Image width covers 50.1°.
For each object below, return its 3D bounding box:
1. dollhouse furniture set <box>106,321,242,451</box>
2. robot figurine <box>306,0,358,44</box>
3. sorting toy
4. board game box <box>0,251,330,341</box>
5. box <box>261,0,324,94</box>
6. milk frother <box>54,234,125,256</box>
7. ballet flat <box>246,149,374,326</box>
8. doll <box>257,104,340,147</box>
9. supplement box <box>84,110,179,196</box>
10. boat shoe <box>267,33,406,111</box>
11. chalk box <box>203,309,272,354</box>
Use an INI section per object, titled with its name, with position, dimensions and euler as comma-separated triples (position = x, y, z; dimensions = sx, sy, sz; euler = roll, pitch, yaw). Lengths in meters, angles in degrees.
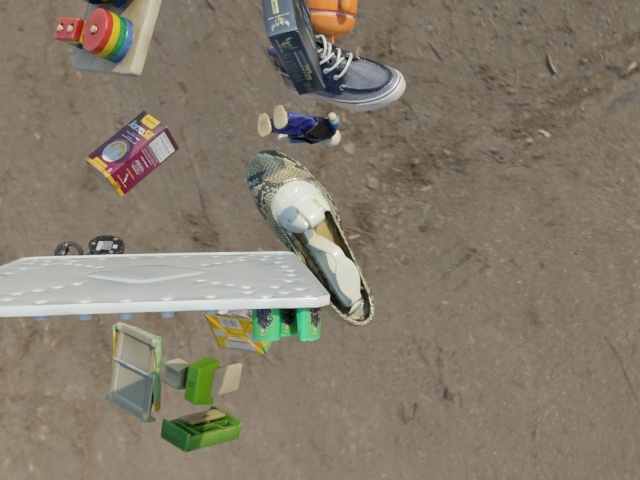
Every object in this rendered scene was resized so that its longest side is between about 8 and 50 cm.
[dollhouse furniture set]
position = -0.321, 0.306, 1.518
dimensions = 0.301, 0.151, 0.197
euler = 16, 100, 37
[robot figurine]
position = 0.027, -0.573, 1.614
dimensions = 0.158, 0.128, 0.219
euler = 12, 105, 27
[sorting toy]
position = -0.433, -0.475, 1.385
dimensions = 0.255, 0.089, 0.257
euler = 17, 92, 43
[board game box]
position = -0.208, 0.062, 0.823
dimensions = 0.390, 0.390, 0.050
euler = -1, 96, -8
[box]
position = -0.054, -0.400, 1.261
dimensions = 0.059, 0.232, 0.183
euler = -12, 74, 10
[milk frother]
position = -0.550, 0.067, 1.641
dimensions = 0.143, 0.129, 0.134
euler = 16, 123, 6
[ballet flat]
position = 0.000, 0.000, 1.596
dimensions = 0.164, 0.182, 0.483
euler = -33, 106, -10
[doll]
position = -0.030, -0.198, 1.225
dimensions = 0.129, 0.189, 0.046
euler = -18, 77, 37
[supplement box]
position = -0.449, -0.209, 1.641
dimensions = 0.104, 0.081, 0.188
euler = 35, 71, 32
[boat shoe]
position = 0.025, -0.402, 1.592
dimensions = 0.340, 0.158, 0.127
euler = 13, 68, 35
[chalk box]
position = -0.163, 0.146, 1.648
dimensions = 0.132, 0.213, 0.132
euler = 5, 134, 23
